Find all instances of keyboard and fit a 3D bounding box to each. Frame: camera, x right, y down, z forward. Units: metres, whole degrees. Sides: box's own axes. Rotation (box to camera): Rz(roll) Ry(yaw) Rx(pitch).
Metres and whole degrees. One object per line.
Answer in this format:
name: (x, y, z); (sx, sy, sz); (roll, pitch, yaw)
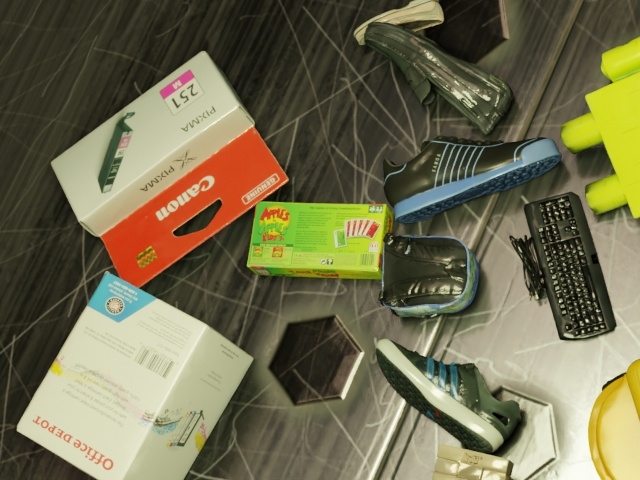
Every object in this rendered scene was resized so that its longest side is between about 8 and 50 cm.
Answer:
keyboard: (0.297, 0.033, 1.881); (0.100, 0.038, 0.192); (-18, 66, 12)

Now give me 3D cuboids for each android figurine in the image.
android figurine: (0.433, -0.134, 1.826); (0.273, 0.056, 0.248); (-25, 86, 31)

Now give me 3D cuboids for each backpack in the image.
backpack: (0.141, 0.046, 1.902); (0.114, 0.084, 0.105); (-3, 72, 23)

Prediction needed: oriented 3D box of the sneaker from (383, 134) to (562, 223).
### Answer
sneaker: (0.189, -0.101, 1.938); (0.232, 0.081, 0.090); (-20, 74, 13)

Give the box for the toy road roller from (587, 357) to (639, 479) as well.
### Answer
toy road roller: (0.460, 0.200, 1.656); (0.330, 0.240, 0.202); (-18, 68, 12)

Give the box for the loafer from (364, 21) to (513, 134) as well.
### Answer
loafer: (0.147, -0.217, 1.990); (0.223, 0.076, 0.078); (31, 90, 16)

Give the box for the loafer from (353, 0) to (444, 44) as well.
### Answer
loafer: (0.108, -0.293, 2.054); (0.125, 0.045, 0.039); (-24, 73, 7)

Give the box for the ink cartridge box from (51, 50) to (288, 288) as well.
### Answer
ink cartridge box: (-0.211, -0.095, 2.061); (0.275, 0.060, 0.239); (-36, 52, 4)

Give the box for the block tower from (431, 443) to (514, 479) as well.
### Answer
block tower: (0.153, 0.417, 1.768); (0.091, 0.097, 0.335); (10, 77, 21)

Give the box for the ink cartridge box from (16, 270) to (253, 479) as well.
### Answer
ink cartridge box: (-0.235, 0.195, 1.930); (0.171, 0.168, 0.232); (27, 82, 25)

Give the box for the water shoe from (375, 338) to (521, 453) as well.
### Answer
water shoe: (0.158, 0.181, 1.870); (0.203, 0.073, 0.080); (40, 66, 22)

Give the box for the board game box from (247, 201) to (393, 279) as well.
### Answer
board game box: (0.000, 0.000, 1.988); (0.181, 0.043, 0.092); (2, 72, 19)
